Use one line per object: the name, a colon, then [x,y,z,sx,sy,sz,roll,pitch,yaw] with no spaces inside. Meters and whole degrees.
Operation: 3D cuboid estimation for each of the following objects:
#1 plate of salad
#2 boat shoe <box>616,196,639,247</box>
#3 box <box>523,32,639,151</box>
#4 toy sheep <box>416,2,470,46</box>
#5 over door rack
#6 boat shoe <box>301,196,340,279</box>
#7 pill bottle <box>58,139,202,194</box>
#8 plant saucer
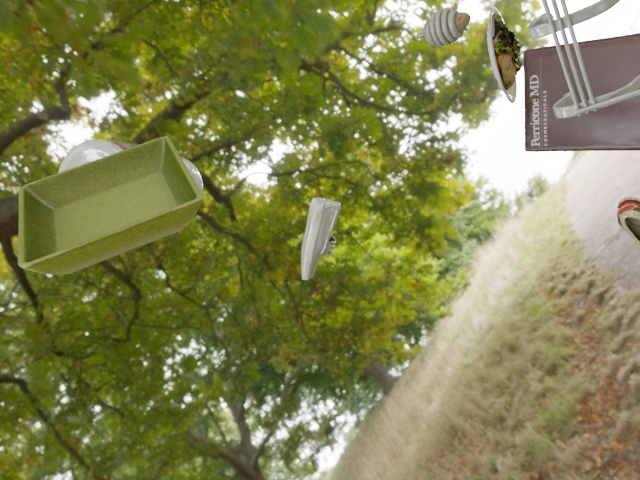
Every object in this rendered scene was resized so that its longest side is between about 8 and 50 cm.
plate of salad: [0.388,-0.384,1.197,0.048,0.199,0.200,-10,-1,31]
boat shoe: [0.457,-0.003,0.790,0.049,0.137,0.043,-42,13,37]
box: [0.547,-0.251,0.973,0.143,0.381,0.191,-16,-74,-40]
toy sheep: [0.281,-0.489,1.328,0.132,0.091,0.091,-10,7,42]
over door rack: [0.387,-0.283,0.616,0.324,0.239,0.108,-9,30,41]
boat shoe: [0.000,0.000,1.144,0.063,0.066,0.184,6,-65,-11]
pill bottle: [-0.454,-0.135,1.454,0.210,0.210,0.363,-48,-9,14]
plant saucer: [-0.237,-0.037,0.657,0.188,0.188,0.045,-23,-53,-13]
